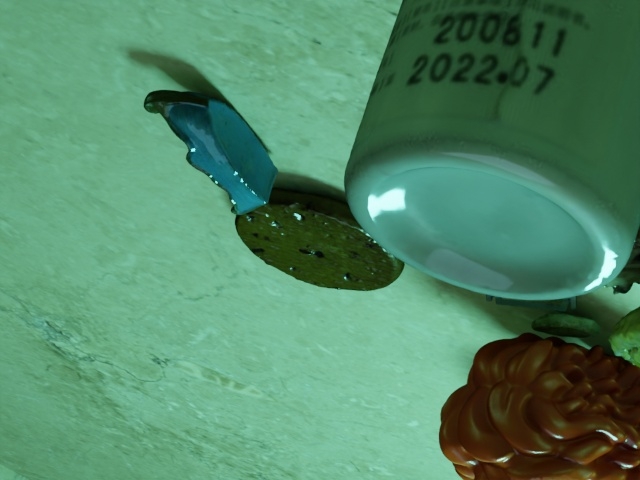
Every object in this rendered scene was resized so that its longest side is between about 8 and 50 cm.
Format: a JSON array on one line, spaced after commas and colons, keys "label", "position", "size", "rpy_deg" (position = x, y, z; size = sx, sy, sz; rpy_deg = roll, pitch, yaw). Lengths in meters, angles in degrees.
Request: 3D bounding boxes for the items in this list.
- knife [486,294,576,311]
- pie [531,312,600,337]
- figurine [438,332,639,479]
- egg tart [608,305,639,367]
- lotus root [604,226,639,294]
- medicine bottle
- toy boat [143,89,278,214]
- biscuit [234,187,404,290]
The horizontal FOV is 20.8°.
[{"label": "knife", "position": [0.214, 0.027, 1.933], "size": [0.123, 0.053, 0.278], "rpy_deg": [1, 166, 13]}, {"label": "pie", "position": [0.291, 0.100, 2.067], "size": [0.084, 0.020, 0.084], "rpy_deg": [8, 169, 2]}, {"label": "figurine", "position": [0.312, 0.254, 2.163], "size": [0.306, 0.241, 0.412], "rpy_deg": [21, 172, 16]}, {"label": "egg tart", "position": [0.449, 0.100, 1.705], "size": [0.341, 0.132, 0.341], "rpy_deg": [-12, 167, -3]}, {"label": "lotus root", "position": [0.340, -0.005, 1.702], "size": [0.261, 0.074, 0.170], "rpy_deg": [-3, 160, 7]}, {"label": "medicine bottle", "position": [0.164, -0.161, 1.271], "size": [0.211, 0.371, 0.211], "rpy_deg": [15, 153, 8]}, {"label": "toy boat", "position": [-0.122, -0.103, 1.924], "size": [0.077, 0.075, 0.185], "rpy_deg": [-7, 141, 30]}, {"label": "biscuit", "position": [0.000, 0.000, 2.083], "size": [0.212, 0.036, 0.212], "rpy_deg": [15, 154, 8]}]
